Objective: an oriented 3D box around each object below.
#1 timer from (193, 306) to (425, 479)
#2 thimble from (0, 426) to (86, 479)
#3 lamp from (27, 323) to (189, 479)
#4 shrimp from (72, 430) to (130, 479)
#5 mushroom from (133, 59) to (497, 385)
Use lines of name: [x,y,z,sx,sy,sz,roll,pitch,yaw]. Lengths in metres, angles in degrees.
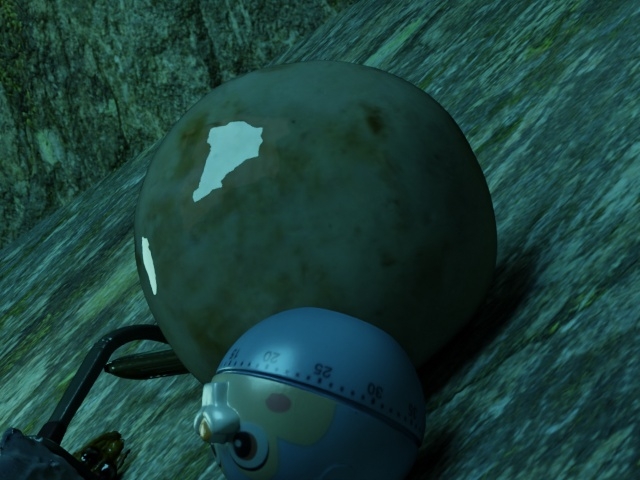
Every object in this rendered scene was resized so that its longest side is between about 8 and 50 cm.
timer: [-0.034,0.159,1.363,0.255,0.175,0.175,-47,15,-23]
thimble: [-0.281,0.287,1.612,0.236,0.172,0.205,-45,18,-24]
lamp: [-0.213,0.160,1.842,0.203,0.124,0.283,-22,18,47]
shrimp: [-0.292,0.283,1.888,0.267,0.061,0.145,-46,7,-16]
mushroom: [0.000,0.000,1.587,0.297,0.297,0.290,-41,-10,1]
